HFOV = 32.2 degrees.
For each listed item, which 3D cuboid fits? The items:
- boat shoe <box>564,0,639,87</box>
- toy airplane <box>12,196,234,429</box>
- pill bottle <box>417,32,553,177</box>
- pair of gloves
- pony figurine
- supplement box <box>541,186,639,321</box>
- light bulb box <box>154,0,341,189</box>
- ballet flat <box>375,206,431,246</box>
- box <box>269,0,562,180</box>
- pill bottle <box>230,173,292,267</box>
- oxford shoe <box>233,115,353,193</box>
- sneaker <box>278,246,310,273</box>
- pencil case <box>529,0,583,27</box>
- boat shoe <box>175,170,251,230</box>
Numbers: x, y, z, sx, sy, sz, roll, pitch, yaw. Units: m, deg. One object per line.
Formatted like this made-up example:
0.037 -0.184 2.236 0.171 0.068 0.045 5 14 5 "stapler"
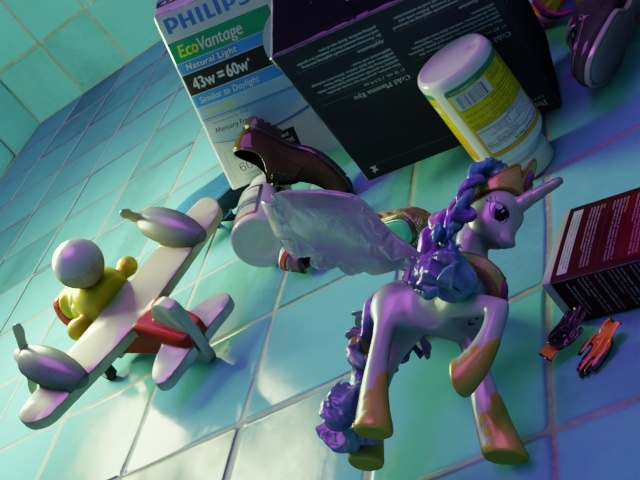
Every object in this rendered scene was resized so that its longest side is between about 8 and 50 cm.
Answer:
0.420 -0.334 1.668 0.096 0.112 0.335 14 45 26 "boat shoe"
-0.336 0.107 1.859 0.384 0.272 0.386 -33 24 16 "toy airplane"
0.240 -0.180 1.569 0.118 0.208 0.117 -33 25 18 "pill bottle"
0.286 0.110 1.215 0.074 0.010 0.083 -55 36 -7 "pair of gloves"
0.108 0.078 1.295 0.351 0.303 0.363 -12 51 37 "pony figurine"
0.374 0.000 1.221 0.239 0.073 0.130 -20 32 41 "supplement box"
-0.076 -0.348 2.058 0.358 0.361 0.225 -22 26 4 "light bulb box"
0.098 -0.014 1.699 0.067 0.073 0.206 -23 13 -36 "ballet flat"
0.145 -0.298 1.694 0.343 0.312 0.179 -20 47 21 "box"
-0.096 -0.042 1.966 0.108 0.108 0.180 -31 25 21 "pill bottle"
-0.051 -0.124 1.950 0.096 0.227 0.083 -59 -11 -22 "oxford shoe"
0.000 0.000 1.835 0.065 0.061 0.158 23 64 35 "sneaker"
0.370 -0.406 1.840 0.104 0.104 0.236 -40 6 2 "pencil case"
-0.189 -0.069 2.188 0.258 0.089 0.109 -36 33 0 "boat shoe"
